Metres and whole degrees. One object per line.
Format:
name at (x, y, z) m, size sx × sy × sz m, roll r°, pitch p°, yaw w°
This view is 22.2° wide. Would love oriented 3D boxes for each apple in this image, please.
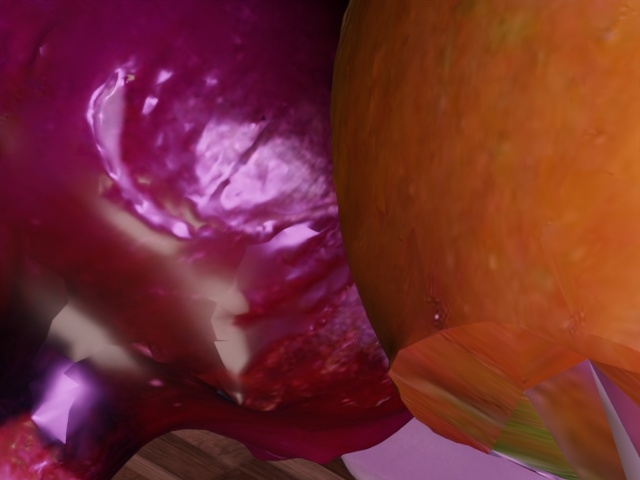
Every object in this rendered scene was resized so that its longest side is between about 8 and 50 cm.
apple at (0.177, -0.034, 0.553) m, size 0.374 × 0.374 × 0.384 m, roll 26°, pitch 158°, yaw 3°

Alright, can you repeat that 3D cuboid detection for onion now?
onion at (-0.118, 0.015, 0.897) m, size 0.398 × 0.420 × 0.398 m, roll 37°, pitch 165°, yaw 12°

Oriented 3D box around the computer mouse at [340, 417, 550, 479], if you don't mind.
computer mouse at (0.217, 0.168, 1.132) m, size 0.429 × 0.228 × 0.145 m, roll 30°, pitch 154°, yaw -1°
